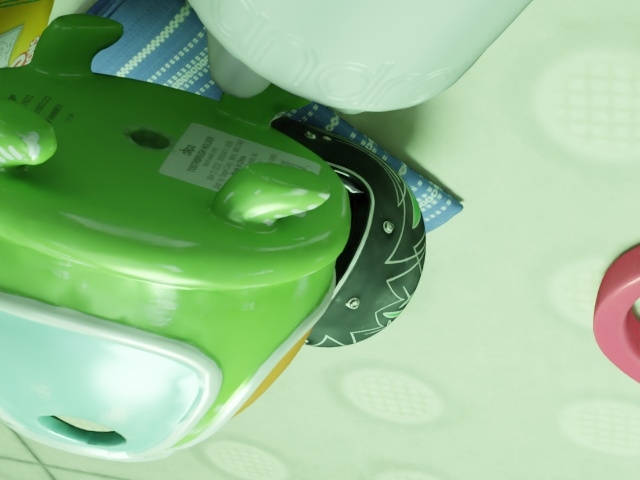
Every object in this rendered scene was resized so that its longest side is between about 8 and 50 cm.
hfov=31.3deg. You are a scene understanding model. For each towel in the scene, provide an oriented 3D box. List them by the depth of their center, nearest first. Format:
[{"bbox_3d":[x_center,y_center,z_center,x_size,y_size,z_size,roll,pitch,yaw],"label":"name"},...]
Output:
[{"bbox_3d":[-0.079,-0.074,0.968,0.336,0.040,0.243,34,141,-24],"label":"towel"}]

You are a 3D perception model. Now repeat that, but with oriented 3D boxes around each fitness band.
[{"bbox_3d":[0.370,0.092,0.970,0.291,0.054,0.209,31,147,-17],"label":"fitness band"}]

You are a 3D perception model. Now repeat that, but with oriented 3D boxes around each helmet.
[{"bbox_3d":[0.000,0.000,0.856,0.161,0.169,0.169,37,146,5],"label":"helmet"}]

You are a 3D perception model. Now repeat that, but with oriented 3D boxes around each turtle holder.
[{"bbox_3d":[-0.150,0.008,0.689,0.320,0.243,0.227,3,119,-27],"label":"turtle holder"}]

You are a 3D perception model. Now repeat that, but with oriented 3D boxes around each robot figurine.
[{"bbox_3d":[0.047,-0.201,0.568,0.300,0.199,0.353,2,154,-25],"label":"robot figurine"}]

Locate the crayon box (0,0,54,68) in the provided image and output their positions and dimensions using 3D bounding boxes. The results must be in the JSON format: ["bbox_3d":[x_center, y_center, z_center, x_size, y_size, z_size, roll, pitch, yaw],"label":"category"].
[{"bbox_3d":[-0.283,-0.122,0.833,0.081,0.165,0.278,35,139,1],"label":"crayon box"}]
